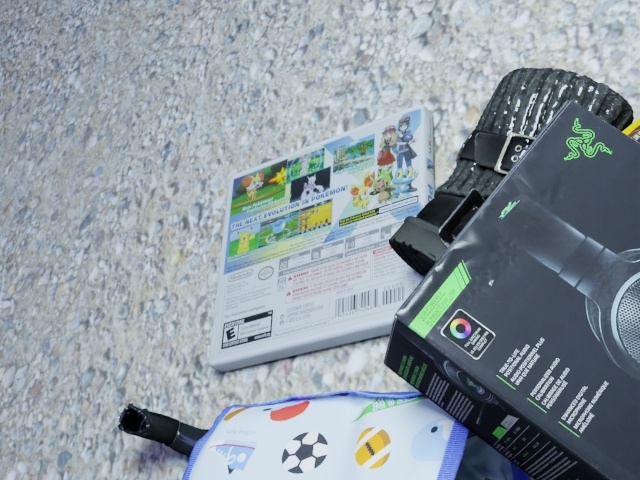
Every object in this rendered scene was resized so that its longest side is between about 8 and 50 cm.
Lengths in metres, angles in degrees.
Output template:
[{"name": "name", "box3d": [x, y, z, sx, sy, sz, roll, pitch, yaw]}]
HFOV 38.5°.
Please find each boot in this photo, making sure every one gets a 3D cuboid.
[{"name": "boot", "box3d": [-0.189, 0.242, 1.155, 0.121, 0.099, 0.045, 10, 73, 42]}, {"name": "boot", "box3d": [0.260, -0.029, 0.932, 0.348, 0.131, 0.260, 32, 78, 36]}]

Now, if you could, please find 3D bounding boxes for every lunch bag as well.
[{"name": "lunch bag", "box3d": [0.024, 0.331, 0.836, 0.327, 0.239, 0.386, -12, 65, 36]}]

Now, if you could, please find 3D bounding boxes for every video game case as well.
[{"name": "video game case", "box3d": [0.000, 0.000, 1.193, 0.329, 0.036, 0.300, -17, 55, 32]}]

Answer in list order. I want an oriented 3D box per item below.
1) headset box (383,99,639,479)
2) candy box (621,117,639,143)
[{"name": "headset box", "box3d": [0.220, 0.062, 0.729, 0.283, 0.131, 0.246, 37, 71, 15]}, {"name": "candy box", "box3d": [0.348, -0.085, 0.874, 0.206, 0.027, 0.105, -36, 72, -22]}]
